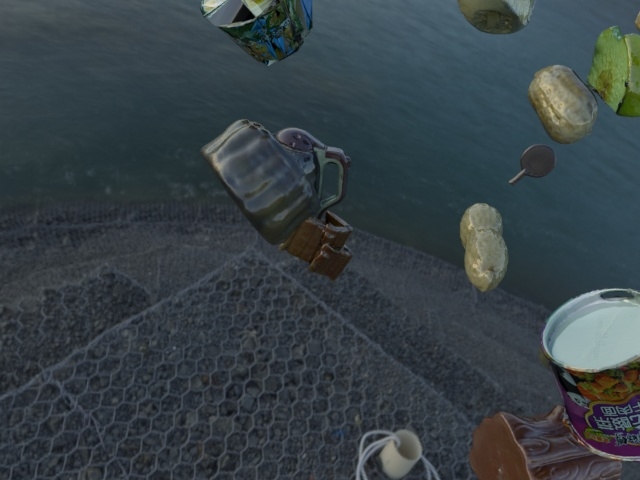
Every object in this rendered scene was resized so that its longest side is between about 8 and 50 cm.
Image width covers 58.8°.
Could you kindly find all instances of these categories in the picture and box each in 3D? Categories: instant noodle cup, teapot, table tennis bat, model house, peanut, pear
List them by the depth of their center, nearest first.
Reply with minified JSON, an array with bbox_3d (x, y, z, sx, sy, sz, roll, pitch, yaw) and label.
[{"bbox_3d":[0.500,0.210,0.955,0.190,0.251,0.251,55,33,-21],"label":"instant noodle cup"},{"bbox_3d":[0.290,0.011,1.008,0.082,0.082,0.187,16,43,-10],"label":"peanut"},{"bbox_3d":[0.562,-0.321,1.317,0.129,0.129,0.224,4,57,-24],"label":"peanut"},{"bbox_3d":[-0.139,-0.541,1.324,0.240,0.240,0.178,49,5,28],"label":"instant noodle cup"},{"bbox_3d":[0.861,-0.431,1.442,0.282,0.176,0.286,6,34,1],"label":"pear"},{"bbox_3d":[-0.001,-0.001,1.744,0.229,0.199,0.219,30,19,-10],"label":"model house"},{"bbox_3d":[0.678,-0.227,1.828,0.107,0.170,0.119,46,27,1],"label":"table tennis bat"},{"bbox_3d":[-0.063,-0.208,1.877,0.315,0.312,0.233,16,32,0],"label":"teapot"}]

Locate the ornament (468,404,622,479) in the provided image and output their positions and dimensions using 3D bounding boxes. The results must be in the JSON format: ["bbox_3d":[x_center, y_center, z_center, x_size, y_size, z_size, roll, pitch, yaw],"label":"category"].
[{"bbox_3d":[0.444,0.430,1.121,0.218,0.235,0.221,-4,89,-18],"label":"ornament"}]

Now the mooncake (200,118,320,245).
[{"bbox_3d":[-0.131,-0.136,1.281,0.161,0.290,0.290,-38,61,-4],"label":"mooncake"}]

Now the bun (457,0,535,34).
[{"bbox_3d":[0.504,-0.793,1.704,0.202,0.364,0.364,1,22,38],"label":"bun"}]

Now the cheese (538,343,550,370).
[{"bbox_3d":[0.641,0.294,1.414,0.175,0.091,0.202,4,-17,37],"label":"cheese"}]

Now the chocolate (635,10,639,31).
[{"bbox_3d":[1.005,-0.559,1.507,0.309,0.134,0.134,26,37,22],"label":"chocolate"}]
